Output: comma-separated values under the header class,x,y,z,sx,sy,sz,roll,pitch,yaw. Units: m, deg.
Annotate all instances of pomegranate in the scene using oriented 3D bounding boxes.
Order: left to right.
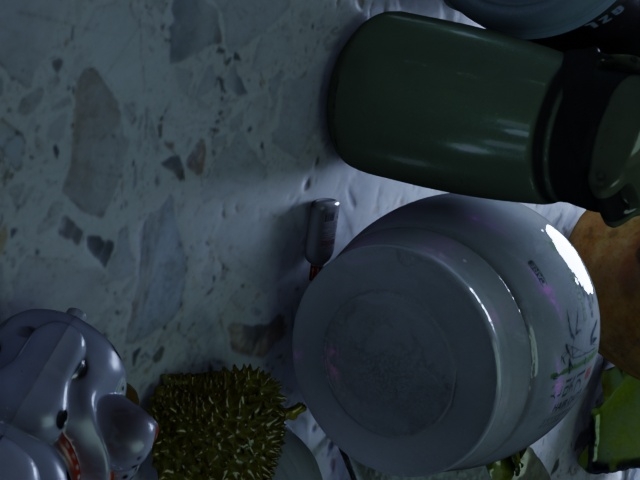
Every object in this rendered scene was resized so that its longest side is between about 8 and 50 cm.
class,x,y,z,sx,sy,sz,roll,pitch,yaw
pomegranate,0.441,0.045,2.230,0.281,0.281,0.281,-30,128,-48

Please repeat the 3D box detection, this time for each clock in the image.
class,x,y,z,sx,sy,sz,roll,pitch,yaw
clock,-0.233,0.160,1.349,0.254,0.188,0.189,-58,145,-36

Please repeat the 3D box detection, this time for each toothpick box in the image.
class,x,y,z,sx,sy,sz,roll,pitch,yaw
toothpick box,0.282,-0.304,1.869,0.354,0.263,0.263,19,87,-59

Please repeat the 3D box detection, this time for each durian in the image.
class,x,y,z,sx,sy,sz,roll,pitch,yaw
durian,-0.071,0.188,1.642,0.208,0.102,0.147,-12,102,-53

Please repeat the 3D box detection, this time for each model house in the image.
class,x,y,z,sx,sy,sz,roll,pitch,yaw
model house,0.451,0.231,2.476,0.211,0.170,0.194,-53,162,22

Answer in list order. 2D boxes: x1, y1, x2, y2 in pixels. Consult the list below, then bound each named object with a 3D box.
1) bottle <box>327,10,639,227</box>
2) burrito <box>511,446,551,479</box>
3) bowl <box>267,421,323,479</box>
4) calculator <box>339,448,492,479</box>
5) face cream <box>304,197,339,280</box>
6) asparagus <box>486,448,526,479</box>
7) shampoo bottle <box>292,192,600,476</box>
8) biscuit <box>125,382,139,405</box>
class,x,y,z,sx,sy,sz,roll,pitch,yaw
bottle,0.186,-0.115,1.681,0.168,0.347,0.168,-30,128,-50
burrito,0.193,0.379,2.143,0.143,0.105,0.299,33,77,-53
bowl,-0.045,0.276,1.746,0.189,0.086,0.189,-29,126,-48
calculator,0.125,0.294,1.914,0.161,0.021,0.262,-22,93,-28
face cream,0.000,0.000,1.751,0.040,0.021,0.083,-11,113,-55
asparagus,0.106,0.336,1.973,0.382,0.128,0.108,-55,169,-24
shampoo bottle,0.129,0.093,1.749,0.266,0.273,0.273,-22,122,-58
biscuit,-0.227,0.267,1.501,0.183,0.047,0.320,-24,123,-48
